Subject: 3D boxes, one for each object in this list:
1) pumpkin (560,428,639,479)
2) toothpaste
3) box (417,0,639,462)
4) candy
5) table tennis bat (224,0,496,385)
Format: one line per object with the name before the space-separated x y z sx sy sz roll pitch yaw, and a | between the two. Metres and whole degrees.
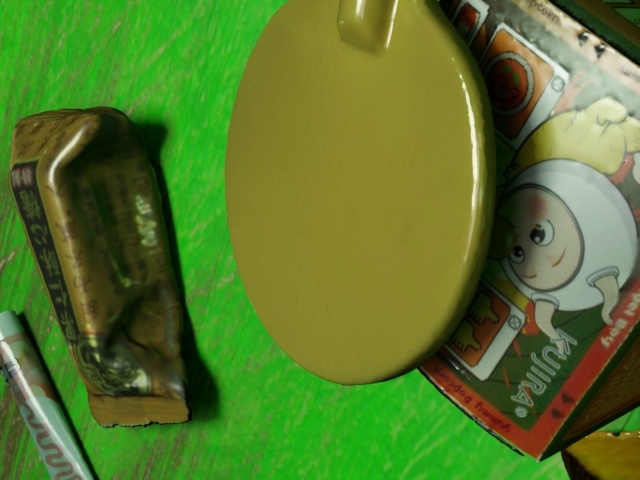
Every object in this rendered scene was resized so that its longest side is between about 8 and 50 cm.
pumpkin | 0.213 0.165 0.526 0.278 0.163 0.111 -9 96 41
toothpaste | -0.258 0.163 1.033 0.056 0.036 0.205 -35 78 38
box | 0.128 -0.026 0.577 0.177 0.148 0.195 44 124 26
candy | -0.172 0.026 0.890 0.143 0.101 0.272 -1 102 48
table tennis bat | 0.022 -0.081 0.542 0.198 0.050 0.321 34 119 47
